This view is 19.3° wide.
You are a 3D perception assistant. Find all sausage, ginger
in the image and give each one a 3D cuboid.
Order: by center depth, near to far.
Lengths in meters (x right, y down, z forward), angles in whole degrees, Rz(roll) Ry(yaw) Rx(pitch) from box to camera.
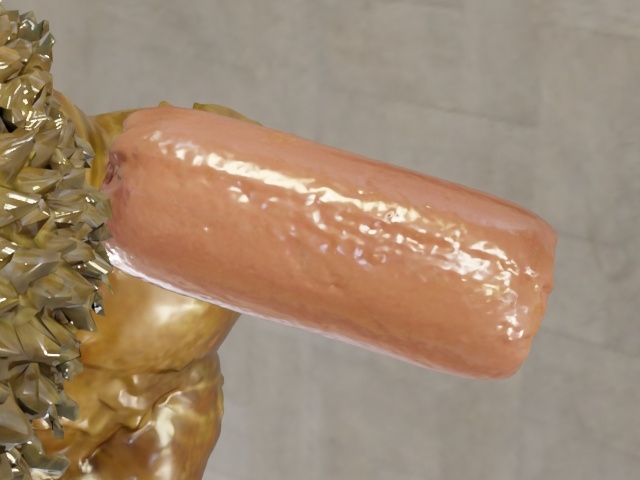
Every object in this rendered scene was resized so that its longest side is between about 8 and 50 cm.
[{"bbox_3d":[0.000,0.000,0.620,0.154,0.062,0.062,16,117,2],"label":"sausage"},{"bbox_3d":[-0.185,0.037,1.020,0.152,0.357,0.274,25,105,55],"label":"ginger"}]

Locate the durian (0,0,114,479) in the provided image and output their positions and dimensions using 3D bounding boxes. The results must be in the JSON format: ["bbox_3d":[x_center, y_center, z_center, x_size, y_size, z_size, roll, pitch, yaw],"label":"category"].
[{"bbox_3d":[-0.142,0.007,0.355,0.196,0.196,0.167,-39,73,43],"label":"durian"}]
